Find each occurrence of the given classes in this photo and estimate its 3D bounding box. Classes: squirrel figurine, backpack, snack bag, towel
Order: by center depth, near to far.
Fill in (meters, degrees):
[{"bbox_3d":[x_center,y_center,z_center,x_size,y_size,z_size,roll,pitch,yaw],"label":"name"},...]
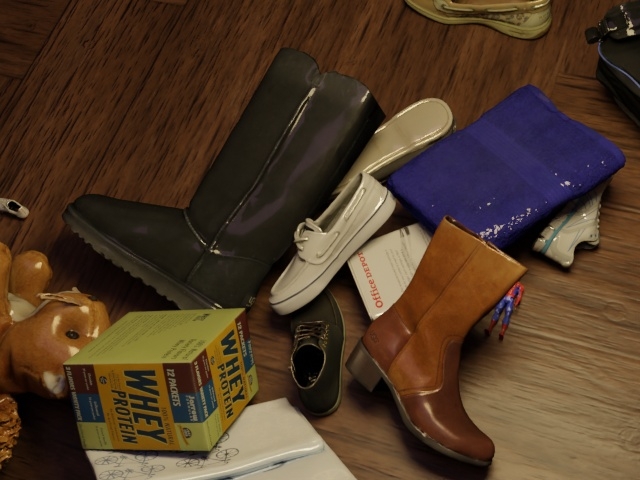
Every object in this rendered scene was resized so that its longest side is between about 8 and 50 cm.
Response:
[{"bbox_3d":[-0.134,0.312,1.313,0.323,0.037,0.342,-10,15,-17],"label":"snack bag"},{"bbox_3d":[-0.513,0.199,1.528,0.371,0.281,0.396,19,80,9],"label":"squirrel figurine"},{"bbox_3d":[0.284,-0.098,1.540,0.308,0.076,0.227,-33,52,-14],"label":"towel"},{"bbox_3d":[0.606,-0.277,1.577,0.263,0.213,0.276,-35,66,0],"label":"backpack"}]

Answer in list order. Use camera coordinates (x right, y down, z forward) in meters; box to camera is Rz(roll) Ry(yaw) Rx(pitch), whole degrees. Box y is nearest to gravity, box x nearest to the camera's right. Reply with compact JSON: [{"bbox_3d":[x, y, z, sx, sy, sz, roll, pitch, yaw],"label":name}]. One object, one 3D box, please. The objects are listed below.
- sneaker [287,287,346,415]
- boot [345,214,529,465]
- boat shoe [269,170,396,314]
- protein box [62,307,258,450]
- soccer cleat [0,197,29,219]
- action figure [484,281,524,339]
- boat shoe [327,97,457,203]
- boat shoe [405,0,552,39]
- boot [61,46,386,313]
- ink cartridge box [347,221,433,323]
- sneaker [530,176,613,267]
[{"bbox_3d":[-0.007,0.144,1.505,0.083,0.118,0.222,-10,59,5],"label":"sneaker"},{"bbox_3d":[0.207,0.145,1.408,0.264,0.096,0.280,42,104,28],"label":"boot"},{"bbox_3d":[0.000,0.000,1.531,0.258,0.084,0.095,-48,25,-2],"label":"boat shoe"},{"bbox_3d":[-0.224,0.198,1.437,0.201,0.135,0.200,-4,17,19],"label":"protein box"},{"bbox_3d":[-0.561,-0.063,1.779,0.083,0.035,0.029,21,67,21],"label":"soccer cleat"},{"bbox_3d":[0.289,0.096,1.530,0.038,0.030,0.115,15,62,24],"label":"action figure"},{"bbox_3d":[0.077,-0.129,1.674,0.335,0.095,0.112,-24,61,3],"label":"boat shoe"},{"bbox_3d":[0.285,-0.451,1.806,0.285,0.089,0.104,17,65,20],"label":"boat shoe"},{"bbox_3d":[-0.160,-0.124,1.598,0.367,0.146,0.445,32,93,13],"label":"boot"},{"bbox_3d":[0.151,0.053,1.547,0.191,0.082,0.139,-21,57,0],"label":"ink cartridge box"},{"bbox_3d":[0.416,-0.032,1.565,0.083,0.071,0.190,40,73,7],"label":"sneaker"}]
